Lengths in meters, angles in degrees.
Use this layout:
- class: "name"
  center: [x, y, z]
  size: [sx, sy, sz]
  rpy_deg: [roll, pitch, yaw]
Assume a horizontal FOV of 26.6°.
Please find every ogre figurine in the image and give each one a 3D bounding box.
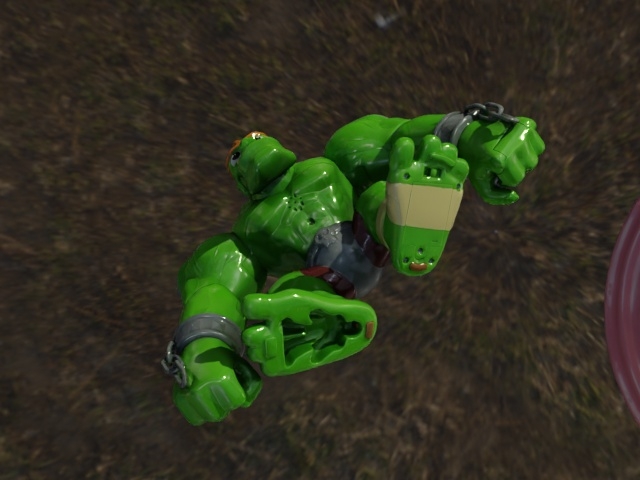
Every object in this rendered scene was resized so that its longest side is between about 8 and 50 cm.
- class: "ogre figurine"
  center: [0.000, 0.000, 0.643]
  size: [0.097, 0.118, 0.197]
  rpy_deg: [33, 90, -29]

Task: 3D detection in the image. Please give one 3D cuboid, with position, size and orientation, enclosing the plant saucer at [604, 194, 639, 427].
- class: "plant saucer"
  center: [0.379, 0.055, 1.012]
  size: [0.332, 0.084, 0.332]
  rpy_deg: [-1, 88, 16]
